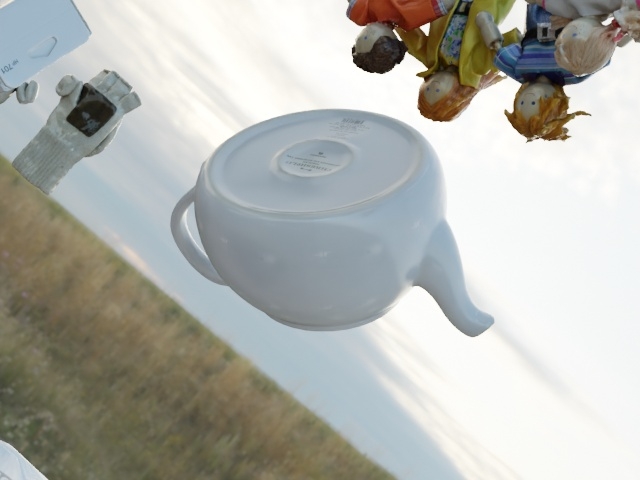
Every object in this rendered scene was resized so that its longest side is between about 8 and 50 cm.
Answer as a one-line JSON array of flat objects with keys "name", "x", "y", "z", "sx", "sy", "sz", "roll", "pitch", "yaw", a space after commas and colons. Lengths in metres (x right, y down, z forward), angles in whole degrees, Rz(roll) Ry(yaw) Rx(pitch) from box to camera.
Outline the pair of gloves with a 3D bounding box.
[{"name": "pair of gloves", "x": -0.394, "y": -0.210, "z": 1.424, "sx": 0.240, "sy": 0.204, "sz": 0.042, "roll": 47, "pitch": -8, "yaw": 11}]

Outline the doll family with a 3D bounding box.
[{"name": "doll family", "x": 0.137, "y": -0.152, "z": 0.695, "sx": 0.263, "sy": 0.163, "sz": 0.118, "roll": 10, "pitch": -7, "yaw": 45}]

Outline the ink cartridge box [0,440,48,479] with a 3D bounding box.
[{"name": "ink cartridge box", "x": -0.361, "y": 0.227, "z": 0.821, "sx": 0.385, "sy": 0.091, "sz": 0.308, "roll": 49, "pitch": 12, "yaw": -13}]

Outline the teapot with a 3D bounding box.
[{"name": "teapot", "x": 0.000, "y": 0.000, "z": 0.968, "sx": 0.256, "sy": 0.253, "sz": 0.187, "roll": -123, "pitch": -158, "yaw": -53}]

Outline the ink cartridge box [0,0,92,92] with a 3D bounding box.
[{"name": "ink cartridge box", "x": -0.377, "y": -0.218, "z": 1.146, "sx": 0.191, "sy": 0.139, "sz": 0.082, "roll": -7, "pitch": -60, "yaw": 43}]
